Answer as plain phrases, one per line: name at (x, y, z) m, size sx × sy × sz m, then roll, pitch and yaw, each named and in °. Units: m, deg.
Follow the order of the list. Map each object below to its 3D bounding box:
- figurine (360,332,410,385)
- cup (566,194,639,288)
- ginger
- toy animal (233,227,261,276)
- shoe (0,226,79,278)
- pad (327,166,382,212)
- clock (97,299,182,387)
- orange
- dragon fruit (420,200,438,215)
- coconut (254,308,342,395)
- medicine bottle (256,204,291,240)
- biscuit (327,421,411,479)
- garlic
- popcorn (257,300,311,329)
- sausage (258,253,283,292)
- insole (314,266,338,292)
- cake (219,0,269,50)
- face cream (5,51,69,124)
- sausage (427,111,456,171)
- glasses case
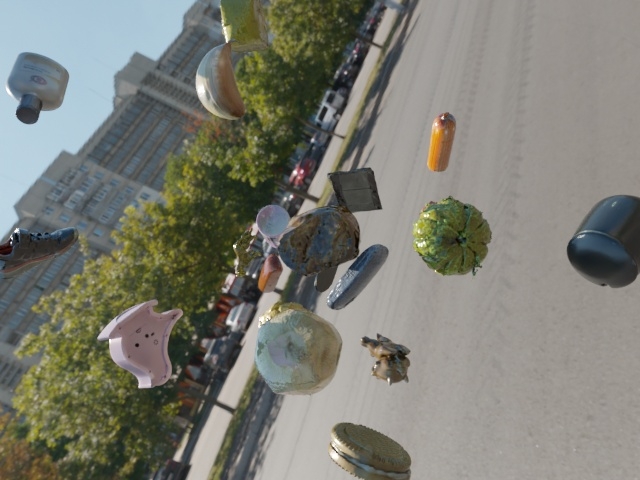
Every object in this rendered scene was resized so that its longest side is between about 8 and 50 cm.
figurine at (0.293, 0.539, 2.085) m, size 0.247 × 0.177 × 0.173 m, roll 15°, pitch 101°, yaw 43°
cup at (0.656, 0.022, 1.048) m, size 0.176 × 0.169 × 0.223 m, roll -39°, pitch -45°, yaw -25°
ginger at (-0.002, -0.003, 1.508) m, size 0.269 × 0.200 × 0.223 m, roll -20°, pitch -1°, yaw 1°
toy animal at (-0.309, 0.045, 1.897) m, size 0.136 × 0.073 × 0.181 m, roll -47°, pitch -29°, yaw -35°
shoe at (-0.976, 0.011, 1.588) m, size 0.291 × 0.114 × 0.137 m, roll -28°, pitch -45°, yaw -18°
pad at (0.135, -0.183, 1.777) m, size 0.233 × 0.174 × 0.022 m, roll 65°, pitch -155°, yaw -49°
clock at (-0.601, 0.352, 1.678) m, size 0.080 × 0.275 × 0.290 m, roll -15°, pitch 21°, yaw 32°
orange at (0.491, -0.009, 1.806) m, size 0.223 × 0.301 × 0.300 m, roll 172°, pitch 115°, yaw -77°
dragon fruit at (0.584, -0.114, 2.367) m, size 0.153 × 0.153 × 0.111 m, roll -63°, pitch 10°, yaw 6°
coconut at (-0.078, 0.373, 1.580) m, size 0.297 × 0.297 × 0.254 m, roll -64°, pitch -26°, yaw 2°
medicine bottle at (-0.204, -0.059, 2.199) m, size 0.254 × 0.152 × 0.152 m, roll 76°, pitch -142°, yaw -76°
biscuit at (0.137, 0.595, 1.316) m, size 0.259 × 0.259 × 0.079 m, roll 176°, pitch 113°, yaw -83°
garlic at (-0.273, -0.424, 1.248) m, size 0.115 × 0.128 × 0.206 m, roll -78°, pitch -14°, yaw -70°
popcorn at (-0.142, 0.359, 2.001) m, size 0.250 × 0.250 × 0.190 m, roll 135°, pitch 148°, yaw -71°
sausage at (-0.250, 0.171, 2.319) m, size 0.097 × 0.094 × 0.348 m, roll 65°, pitch 158°, yaw 20°
insole at (0.040, 0.093, 1.886) m, size 0.012 × 0.110 × 0.309 m, roll -7°, pitch 39°, yaw 30°
cake at (-0.264, -0.758, 1.633) m, size 0.260 × 0.156 × 0.179 m, roll -89°, pitch -12°, yaw -75°
face cream at (-0.797, -0.426, 1.316) m, size 0.071 × 0.144 × 0.291 m, roll -50°, pitch 38°, yaw 31°
sausage at (0.369, -0.305, 1.430) m, size 0.234 × 0.071 × 0.071 m, roll 79°, pitch -149°, yaw -60°
glasses case at (0.121, 0.123, 1.540) m, size 0.109 × 0.067 × 0.282 m, roll 7°, pitch -53°, yaw -51°
